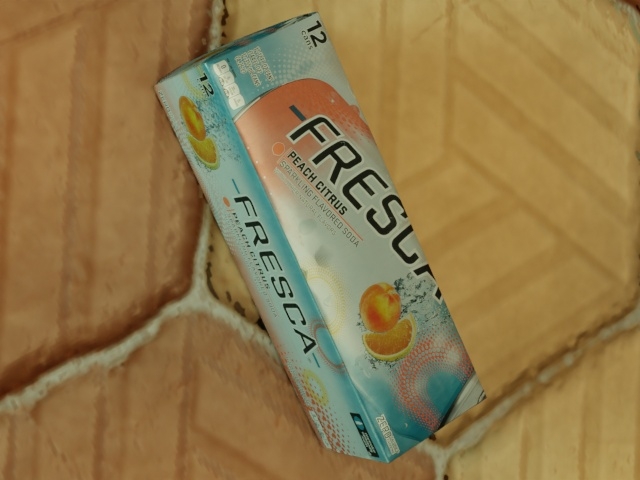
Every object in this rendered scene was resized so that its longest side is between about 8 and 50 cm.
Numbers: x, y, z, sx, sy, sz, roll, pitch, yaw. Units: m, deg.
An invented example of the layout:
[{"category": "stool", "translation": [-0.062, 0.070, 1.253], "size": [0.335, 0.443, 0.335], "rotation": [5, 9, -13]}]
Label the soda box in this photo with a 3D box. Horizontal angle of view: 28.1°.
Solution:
[{"category": "soda box", "translation": [0.000, 0.000, 0.544], "size": [0.058, 0.063, 0.183], "rotation": [-30, 101, -25]}]
